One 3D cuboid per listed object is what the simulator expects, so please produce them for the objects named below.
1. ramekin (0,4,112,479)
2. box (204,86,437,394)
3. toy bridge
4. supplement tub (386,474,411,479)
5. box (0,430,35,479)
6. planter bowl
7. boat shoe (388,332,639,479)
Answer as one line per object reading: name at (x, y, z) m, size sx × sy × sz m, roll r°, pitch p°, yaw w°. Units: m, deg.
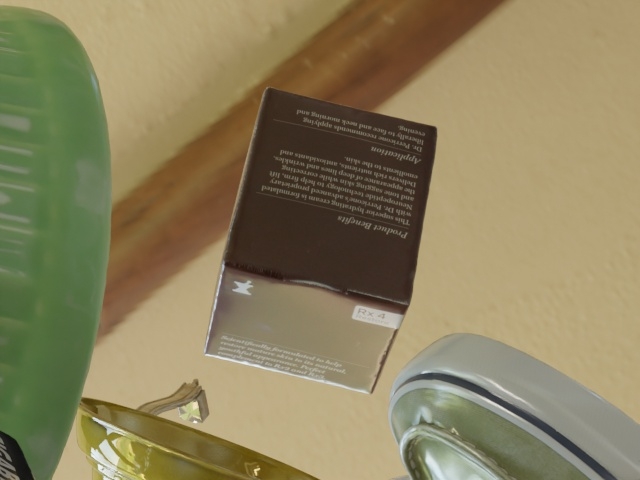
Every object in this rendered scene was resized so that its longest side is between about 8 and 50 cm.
ramekin at (-0.235, 0.018, 0.840) m, size 0.148 × 0.303 × 0.303 m, roll 13°, pitch -60°, yaw -32°
box at (0.000, 0.000, 1.603) m, size 0.168 × 0.203 × 0.167 m, roll 14°, pitch -34°, yaw -2°
toy bridge at (-0.152, 0.178, 1.516) m, size 0.188 × 0.026 × 0.063 m, roll -52°, pitch -37°, yaw -46°
supplement tub at (0.121, 0.344, 1.485) m, size 0.191 × 0.191 × 0.272 m, roll -37°, pitch -60°, yaw 7°
box at (-0.181, 0.217, 0.559) m, size 0.073 × 0.295 × 0.293 m, roll 37°, pitch -90°, yaw -26°
planter bowl at (-0.096, 0.193, 1.289) m, size 0.217 × 0.217 × 0.090 m, roll 21°, pitch -93°, yaw -37°
boat shoe at (0.130, 0.167, 0.719) m, size 0.094 × 0.302 × 0.109 m, roll -36°, pitch -14°, yaw -35°
